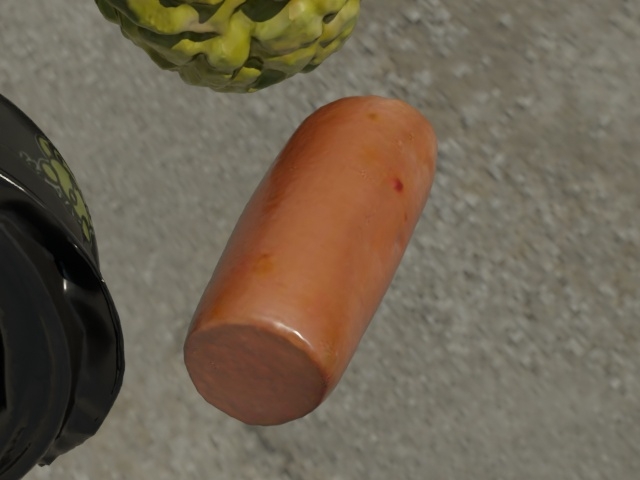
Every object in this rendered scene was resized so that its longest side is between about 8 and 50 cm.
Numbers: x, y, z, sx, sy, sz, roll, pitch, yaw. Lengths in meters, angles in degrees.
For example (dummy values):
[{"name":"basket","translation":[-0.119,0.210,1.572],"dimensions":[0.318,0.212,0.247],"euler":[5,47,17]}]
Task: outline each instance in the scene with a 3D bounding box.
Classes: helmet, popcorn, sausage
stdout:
[{"name":"helmet","translation":[-0.204,0.003,0.891],"dimensions":[0.279,0.160,0.230],"euler":[-14,119,23]},{"name":"popcorn","translation":[-0.066,-0.233,1.367],"dimensions":[0.259,0.212,0.259],"euler":[5,106,18]},{"name":"sausage","translation":[0.000,0.000,1.235],"dimensions":[0.114,0.259,0.113],"euler":[13,135,14]}]
